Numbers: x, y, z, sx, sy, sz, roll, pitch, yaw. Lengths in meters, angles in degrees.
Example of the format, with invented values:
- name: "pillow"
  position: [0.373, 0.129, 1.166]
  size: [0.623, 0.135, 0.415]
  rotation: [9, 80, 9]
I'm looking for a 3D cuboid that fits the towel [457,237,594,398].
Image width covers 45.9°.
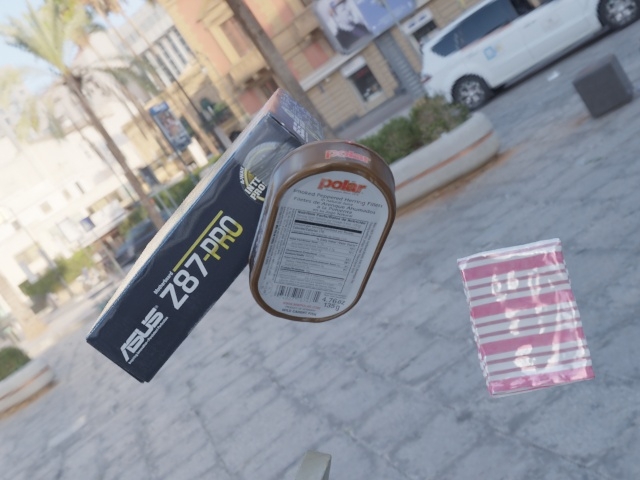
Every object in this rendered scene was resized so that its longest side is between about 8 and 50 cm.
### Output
- name: "towel"
  position: [0.275, 0.103, 1.018]
  size: [0.144, 0.197, 0.029]
  rotation: [-13, -7, 7]

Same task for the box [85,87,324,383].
- name: "box"
  position: [-0.124, -0.034, 0.960]
  size: [0.318, 0.097, 0.395]
  rotation: [-47, 11, 11]

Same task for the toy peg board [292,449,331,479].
- name: "toy peg board"
  position: [0.004, 0.213, 0.355]
  size: [0.079, 0.161, 0.160]
  rotation: [10, 12, 9]

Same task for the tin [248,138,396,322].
- name: "tin"
  position: [0.000, 0.000, 0.644]
  size: [0.040, 0.106, 0.189]
  rotation: [-97, 20, -47]
